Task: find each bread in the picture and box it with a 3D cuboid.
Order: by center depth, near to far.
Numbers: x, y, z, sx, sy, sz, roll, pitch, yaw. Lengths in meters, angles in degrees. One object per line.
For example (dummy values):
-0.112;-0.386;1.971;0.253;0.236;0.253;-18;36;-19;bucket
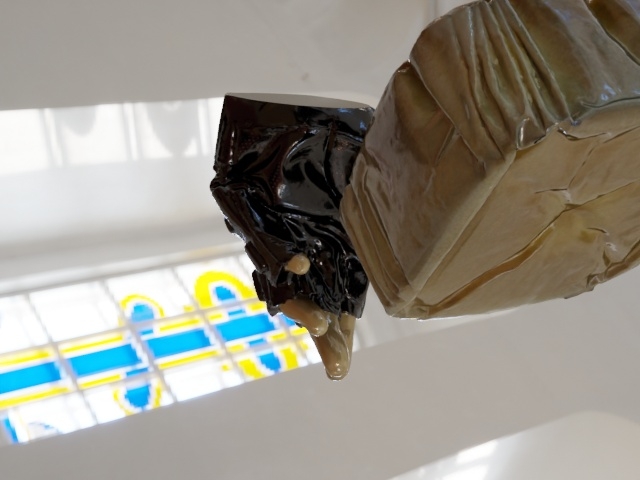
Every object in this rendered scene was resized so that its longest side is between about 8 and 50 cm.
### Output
0.123;-0.050;0.621;0.209;0.192;0.109;114;-38;-55;bread

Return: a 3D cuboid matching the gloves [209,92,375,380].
0.000;0.000;0.817;0.124;0.165;0.203;-131;-136;-74;gloves
